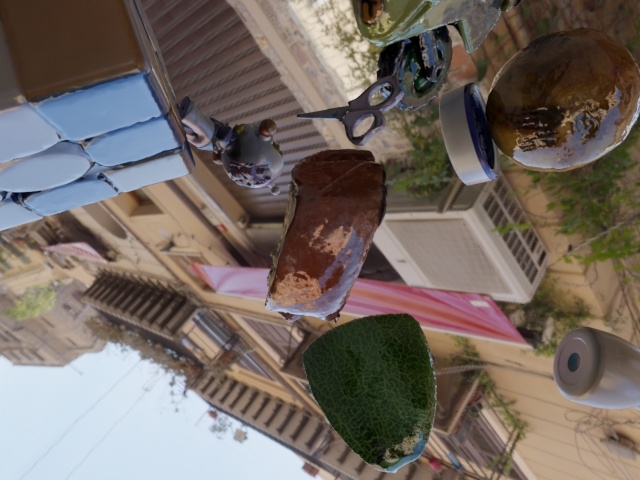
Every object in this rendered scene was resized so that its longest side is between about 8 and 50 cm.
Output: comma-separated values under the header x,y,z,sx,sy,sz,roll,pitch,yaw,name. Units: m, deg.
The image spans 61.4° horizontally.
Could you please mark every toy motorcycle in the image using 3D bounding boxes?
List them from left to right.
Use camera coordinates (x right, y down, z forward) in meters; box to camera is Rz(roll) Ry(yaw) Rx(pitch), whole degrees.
x,y,z,sx,sy,sz,roll,pitch,yaw,name
0.170,-0.379,0.693,0.169,0.237,0.410,32,-82,32,toy motorcycle

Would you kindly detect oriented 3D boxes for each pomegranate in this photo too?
x,y,z,sx,sy,sz,roll,pitch,yaw,name
0.531,-0.303,1.193,0.322,0.322,0.322,-29,-152,17,pomegranate

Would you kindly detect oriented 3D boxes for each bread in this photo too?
x,y,z,sx,sy,sz,roll,pitch,yaw,name
0.000,0.007,0.728,0.190,0.123,0.244,-91,-166,-62,bread

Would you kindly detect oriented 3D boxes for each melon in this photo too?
x,y,z,sx,sy,sz,roll,pitch,yaw,name
0.146,0.378,1.348,0.331,0.226,0.343,-11,-141,-15,melon

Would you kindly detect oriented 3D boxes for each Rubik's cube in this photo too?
x,y,z,sx,sy,sz,roll,pitch,yaw,name
-0.380,-0.231,0.646,0.347,0.344,0.346,-17,174,-7,Rubik's cube

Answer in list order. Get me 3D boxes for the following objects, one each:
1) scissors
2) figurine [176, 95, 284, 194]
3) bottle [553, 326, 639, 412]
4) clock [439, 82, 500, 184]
x,y,z,sx,sy,sz,roll,pitch,yaw,name
0.026,-0.167,0.706,0.189,0.015,0.100,13,-108,49,scissors
-0.182,-0.205,1.144,0.194,0.274,0.133,-7,-116,21,figurine
0.598,0.266,1.054,0.147,0.236,0.147,-164,-90,-84,bottle
0.351,-0.247,1.263,0.083,0.230,0.230,-11,-144,28,clock
